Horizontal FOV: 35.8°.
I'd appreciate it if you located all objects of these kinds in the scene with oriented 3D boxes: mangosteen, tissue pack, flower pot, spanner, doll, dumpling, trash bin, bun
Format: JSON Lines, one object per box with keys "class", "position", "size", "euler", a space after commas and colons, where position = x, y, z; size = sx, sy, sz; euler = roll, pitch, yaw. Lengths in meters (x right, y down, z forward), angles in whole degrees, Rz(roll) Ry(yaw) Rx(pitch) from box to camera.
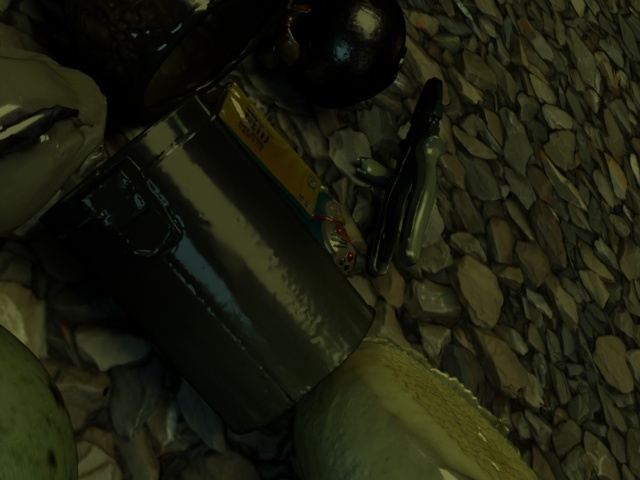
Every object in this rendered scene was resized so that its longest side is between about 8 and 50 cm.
{"class": "mangosteen", "position": [0.003, -0.280, 1.346], "size": [0.230, 0.194, 0.194], "euler": [17, 51, -7]}
{"class": "tissue pack", "position": [-0.095, -0.085, 1.139], "size": [0.169, 0.120, 0.082], "euler": [48, 42, -27]}
{"class": "flower pot", "position": [-0.198, -0.311, 1.096], "size": [0.267, 0.266, 0.266], "euler": [49, 40, 4]}
{"class": "spanner", "position": [0.131, -0.099, 1.379], "size": [0.040, 0.095, 0.325], "euler": [33, 56, -28]}
{"class": "doll", "position": [0.000, 0.000, 1.232], "size": [0.114, 0.085, 0.152], "euler": [51, 25, -39]}
{"class": "dumpling", "position": [-0.328, -0.098, 0.873], "size": [0.293, 0.163, 0.204], "euler": [-32, 91, -27]}
{"class": "doll", "position": [0.097, -0.093, 1.430], "size": [0.125, 0.027, 0.037], "euler": [17, 62, -39]}
{"class": "trash bin", "position": [-0.109, 0.027, 1.008], "size": [0.301, 0.203, 0.252], "euler": [51, 6, -12]}
{"class": "bun", "position": [0.109, 0.277, 1.060], "size": [0.364, 0.202, 0.364], "euler": [41, 10, -9]}

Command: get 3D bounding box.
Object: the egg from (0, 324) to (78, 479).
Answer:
{"class": "egg", "position": [-0.338, 0.169, 0.622], "size": [0.379, 0.287, 0.288], "euler": [-14, 77, -36]}
